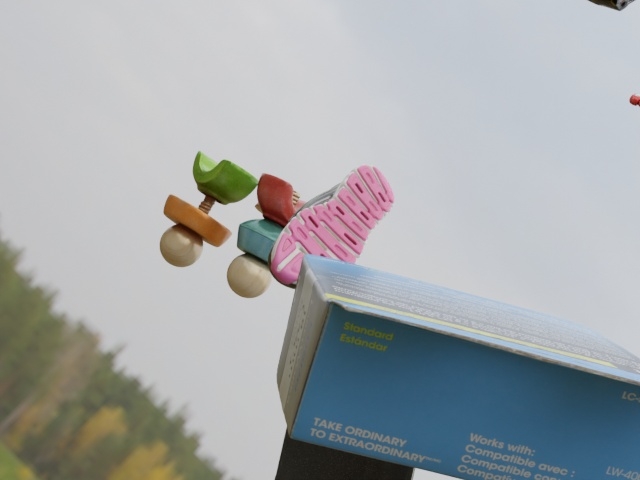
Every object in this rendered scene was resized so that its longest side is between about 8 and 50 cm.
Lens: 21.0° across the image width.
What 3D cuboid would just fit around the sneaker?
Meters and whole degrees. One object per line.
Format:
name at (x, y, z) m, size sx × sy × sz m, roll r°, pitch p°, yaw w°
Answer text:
sneaker at (0.000, 0.000, 1.460) m, size 0.063 × 0.170 × 0.075 m, roll 47°, pitch -49°, yaw -3°

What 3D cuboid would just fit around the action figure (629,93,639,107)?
action figure at (0.374, -0.130, 1.782) m, size 0.115 × 0.030 × 0.038 m, roll 17°, pitch -22°, yaw 12°

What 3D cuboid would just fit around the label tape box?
label tape box at (0.100, 0.101, 1.151) m, size 0.240 × 0.106 × 0.334 m, roll 14°, pitch 4°, yaw -5°

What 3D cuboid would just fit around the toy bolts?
toy bolts at (-0.091, 0.003, 2.345) m, size 0.218 × 0.158 × 0.228 m, roll 33°, pitch -8°, yaw -32°

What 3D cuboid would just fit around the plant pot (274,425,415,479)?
plant pot at (0.038, 0.266, 2.157) m, size 0.167 × 0.187 × 0.188 m, roll 13°, pitch -4°, yaw 6°

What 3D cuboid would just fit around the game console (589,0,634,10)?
game console at (0.393, -0.417, 2.255) m, size 0.213 × 0.361 × 0.044 m, roll 38°, pitch -42°, yaw 23°
